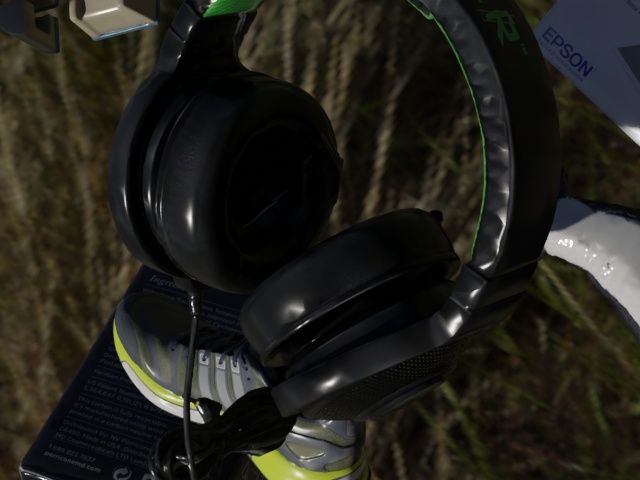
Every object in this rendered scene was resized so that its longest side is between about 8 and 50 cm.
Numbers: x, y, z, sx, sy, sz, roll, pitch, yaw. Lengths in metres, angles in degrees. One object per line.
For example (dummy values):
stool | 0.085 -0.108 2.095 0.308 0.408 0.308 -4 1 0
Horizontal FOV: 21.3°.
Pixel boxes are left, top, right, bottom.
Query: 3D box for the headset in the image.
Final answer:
headset | 0.000 0.000 0.970 0.243 0.185 0.394 45 124 23

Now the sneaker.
sneaker | -0.070 0.121 1.605 0.300 0.111 0.121 30 132 21

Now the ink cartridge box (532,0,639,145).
ink cartridge box | 0.355 -0.211 1.700 0.223 0.045 0.224 44 118 12

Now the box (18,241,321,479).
box | -0.134 0.213 1.882 0.212 0.293 0.395 15 50 14

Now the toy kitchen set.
toy kitchen set | -0.248 -0.307 1.816 0.166 0.122 0.207 -12 74 23

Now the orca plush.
orca plush | 0.235 0.071 1.041 0.287 0.102 0.151 21 68 25
